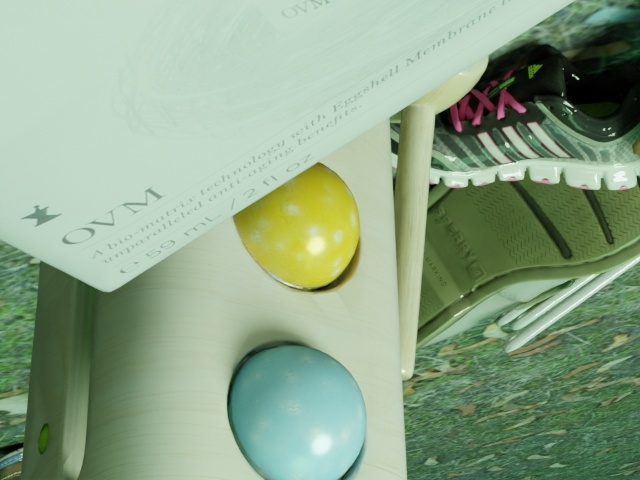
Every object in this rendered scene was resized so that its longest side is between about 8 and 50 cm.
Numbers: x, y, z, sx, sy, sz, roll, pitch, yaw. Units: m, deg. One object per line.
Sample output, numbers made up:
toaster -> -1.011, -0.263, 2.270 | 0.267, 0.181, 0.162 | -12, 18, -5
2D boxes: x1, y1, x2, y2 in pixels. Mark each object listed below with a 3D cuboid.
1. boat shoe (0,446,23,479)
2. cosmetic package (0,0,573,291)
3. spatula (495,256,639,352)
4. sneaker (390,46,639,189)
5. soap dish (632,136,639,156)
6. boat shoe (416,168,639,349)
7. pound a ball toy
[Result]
boat shoe -> -0.245, 0.240, 1.395 | 0.183, 0.066, 0.066 | 7, 152, -45
cosmetic package -> -0.040, -0.119, 0.362 | 0.224, 0.138, 0.224 | -32, 156, 8
spatula -> 0.222, -0.001, 0.940 | 0.242, 0.019, 0.168 | -37, -178, 6
sneaker -> 0.109, -0.073, 0.772 | 0.170, 0.063, 0.075 | 4, 131, -2
soap dish -> 0.345, -0.093, 0.729 | 0.291, 0.118, 0.229 | -10, 162, -35
boat shoe -> 0.131, -0.016, 0.900 | 0.302, 0.113, 0.103 | -27, 177, 29
pound a ball toy -> 0.000, 0.000, 0.588 | 0.208, 0.319, 0.136 | 17, 147, -28
